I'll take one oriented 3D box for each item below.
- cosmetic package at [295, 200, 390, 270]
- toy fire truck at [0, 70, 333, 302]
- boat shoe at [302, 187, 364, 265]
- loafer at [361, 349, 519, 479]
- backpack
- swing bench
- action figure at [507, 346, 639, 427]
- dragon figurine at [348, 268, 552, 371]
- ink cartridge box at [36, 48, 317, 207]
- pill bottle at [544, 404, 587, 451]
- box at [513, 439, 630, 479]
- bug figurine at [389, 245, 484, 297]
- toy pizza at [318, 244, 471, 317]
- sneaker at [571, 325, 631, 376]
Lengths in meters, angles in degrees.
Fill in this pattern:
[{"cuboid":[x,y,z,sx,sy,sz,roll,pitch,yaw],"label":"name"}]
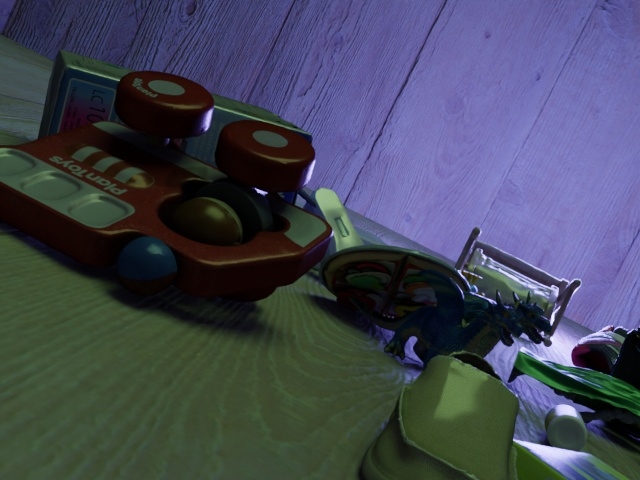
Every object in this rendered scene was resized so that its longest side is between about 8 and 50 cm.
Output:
[{"cuboid":[0.000,0.000,1.433,0.231,0.085,0.117,22,8,-19],"label":"cosmetic package"},{"cuboid":[-0.155,-0.030,0.839,0.302,0.169,0.254,27,30,16],"label":"toy fire truck"},{"cuboid":[0.019,0.012,1.315,0.066,0.063,0.184,-15,72,-39],"label":"boat shoe"},{"cuboid":[0.095,0.136,0.635,0.102,0.092,0.268,26,6,2],"label":"loafer"},{"cuboid":[0.512,0.227,1.268,0.173,0.158,0.117,23,-1,26],"label":"backpack"},{"cuboid":[0.415,0.104,1.926,0.253,0.165,0.255,27,1,9],"label":"swing bench"},{"cuboid":[0.381,0.216,1.209,0.232,0.063,0.137,21,14,16],"label":"action figure"},{"cuboid":[0.149,0.088,1.017,0.085,0.144,0.289,23,7,-29],"label":"dragon figurine"},{"cuboid":[-0.186,-0.139,1.234,0.396,0.151,0.270,11,12,-21],"label":"ink cartridge box"},{"cuboid":[0.277,0.211,0.983,0.043,0.043,0.083,28,6,11],"label":"pill bottle"},{"cuboid":[0.221,0.216,0.728,0.178,0.042,0.109,21,8,-45],"label":"box"},{"cuboid":[0.172,0.062,1.671,0.279,0.072,0.216,15,5,-39],"label":"bug figurine"},{"cuboid":[0.095,0.066,1.135,0.201,0.032,0.201,10,-27,5],"label":"toy pizza"},{"cuboid":[0.591,0.269,1.575,0.112,0.120,0.299,-13,30,-31],"label":"sneaker"}]
